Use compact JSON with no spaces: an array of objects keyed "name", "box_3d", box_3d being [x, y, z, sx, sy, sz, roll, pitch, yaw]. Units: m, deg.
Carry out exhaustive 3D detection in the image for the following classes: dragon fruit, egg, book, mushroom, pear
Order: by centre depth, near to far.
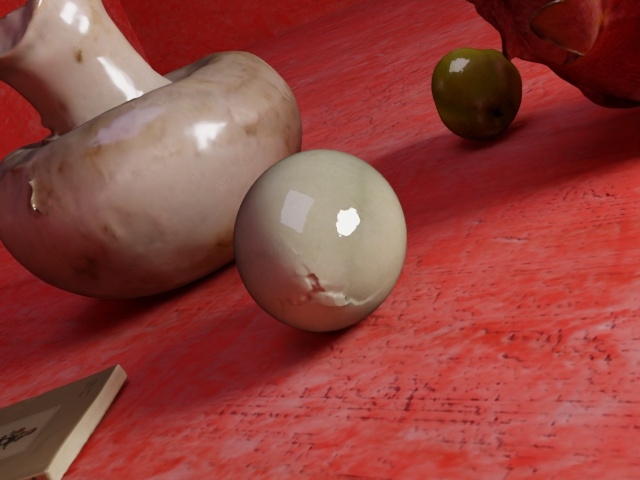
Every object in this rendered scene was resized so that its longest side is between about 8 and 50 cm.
[{"name":"egg","box_3d":[0.000,0.000,0.613,0.114,0.114,0.152,-21,22,11]},{"name":"book","box_3d":[-0.243,0.154,0.658,0.199,0.016,0.138,-20,17,16]},{"name":"dragon fruit","box_3d":[0.260,-0.207,0.673,0.250,0.315,0.250,-54,24,37]},{"name":"mushroom","box_3d":[-0.170,-0.102,0.853,0.297,0.290,0.297,-23,18,8]},{"name":"pear","box_3d":[0.149,-0.136,0.879,0.092,0.092,0.097,-20,59,15]}]
